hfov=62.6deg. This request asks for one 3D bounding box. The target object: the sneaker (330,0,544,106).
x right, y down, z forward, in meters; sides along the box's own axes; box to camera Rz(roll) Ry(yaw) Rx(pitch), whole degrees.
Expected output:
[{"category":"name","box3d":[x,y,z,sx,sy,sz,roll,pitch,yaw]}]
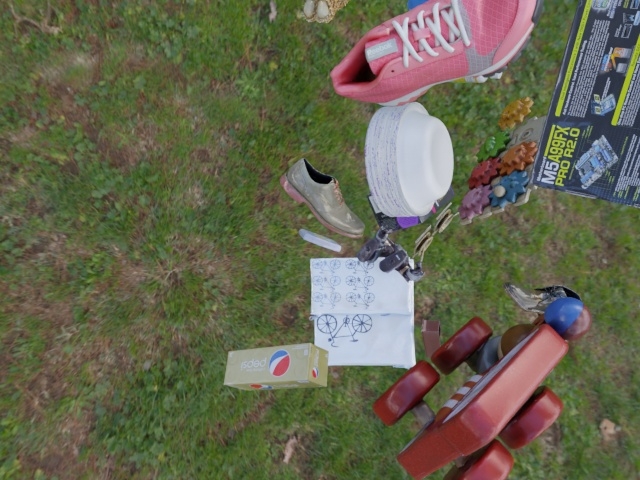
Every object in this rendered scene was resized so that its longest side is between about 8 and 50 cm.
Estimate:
[{"category":"sneaker","box3d":[0.131,-0.244,0.675,0.136,0.314,0.115,-16,90,-35]}]

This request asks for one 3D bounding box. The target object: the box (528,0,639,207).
[{"category":"box","box3d":[0.398,-0.177,0.636,0.216,0.060,0.270,16,111,21]}]

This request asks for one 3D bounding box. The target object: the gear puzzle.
[{"category":"gear puzzle","box3d":[0.379,-0.189,1.077,0.044,0.175,0.338,38,58,-20]}]

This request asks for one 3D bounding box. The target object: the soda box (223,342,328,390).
[{"category":"soda box","box3d":[-0.077,0.218,0.896,0.058,0.181,0.061,36,51,-47]}]

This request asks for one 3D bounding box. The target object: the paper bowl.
[{"category":"paper bowl","box3d":[0.236,-0.202,1.323,0.284,0.148,0.284,0,90,-56]}]

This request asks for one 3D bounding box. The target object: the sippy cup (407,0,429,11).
[{"category":"sippy cup","box3d":[0.324,-0.532,1.173,0.224,0.240,0.305,5,64,-39]}]

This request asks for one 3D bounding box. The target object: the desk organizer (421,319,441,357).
[{"category":"desk organizer","box3d":[0.338,0.298,1.584,0.050,0.047,0.130,-1,131,19]}]

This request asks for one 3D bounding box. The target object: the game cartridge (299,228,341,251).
[{"category":"game cartridge","box3d":[0.000,0.000,1.072,0.083,0.056,0.017,20,101,-19]}]

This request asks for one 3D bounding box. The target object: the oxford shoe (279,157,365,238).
[{"category":"oxford shoe","box3d":[0.032,-0.138,1.784,0.348,0.123,0.130,36,121,-15]}]

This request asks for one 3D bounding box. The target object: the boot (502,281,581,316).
[{"category":"boot","box3d":[0.573,0.137,1.362,0.219,0.082,0.106,28,123,-27]}]

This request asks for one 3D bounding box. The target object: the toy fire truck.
[{"category":"toy fire truck","box3d":[0.225,0.180,0.660,0.302,0.254,0.169,-29,69,-32]}]

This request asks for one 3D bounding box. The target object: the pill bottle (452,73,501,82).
[{"category":"pill bottle","box3d":[0.305,-0.352,1.062,0.116,0.065,0.065,11,82,28]}]

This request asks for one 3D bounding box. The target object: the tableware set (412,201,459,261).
[{"category":"tableware set","box3d":[0.371,-0.020,1.699,0.039,0.128,0.194,38,74,20]}]

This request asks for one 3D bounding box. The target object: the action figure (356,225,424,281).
[{"category":"action figure","box3d":[0.207,0.043,1.470,0.185,0.285,0.099,43,104,16]}]

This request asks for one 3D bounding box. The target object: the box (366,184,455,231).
[{"category":"box","box3d":[0.305,-0.148,1.747,0.270,0.165,0.143,-33,102,-47]}]

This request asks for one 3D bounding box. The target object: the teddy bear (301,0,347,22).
[{"category":"teddy bear","box3d":[0.079,-0.852,1.759,0.113,0.245,0.338,41,70,-34]}]

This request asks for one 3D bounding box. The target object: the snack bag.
[{"category":"snack bag","box3d":[0.126,0.221,1.610,0.323,0.037,0.342,0,83,3]}]
